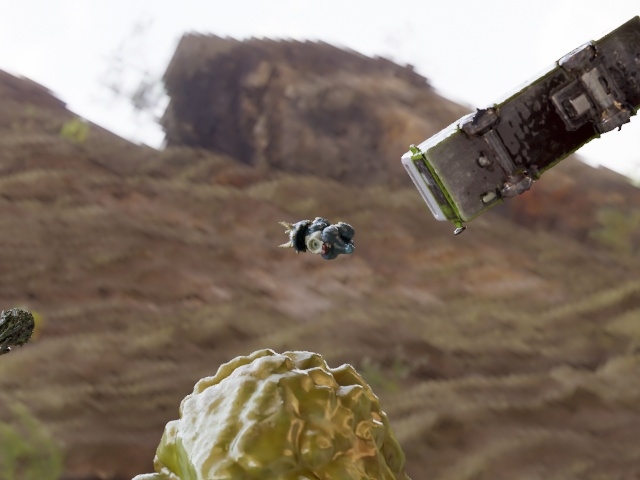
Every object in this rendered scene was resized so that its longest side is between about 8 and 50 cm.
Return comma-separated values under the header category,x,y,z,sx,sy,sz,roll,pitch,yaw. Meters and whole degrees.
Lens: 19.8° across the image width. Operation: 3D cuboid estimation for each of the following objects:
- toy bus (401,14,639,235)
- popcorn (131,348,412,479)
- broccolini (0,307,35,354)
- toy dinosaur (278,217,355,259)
category,x,y,z,sx,sy,sz,roll,pitch,yaw
toy bus,0.240,-0.130,2.039,0.301,0.113,0.139,-32,6,-14
popcorn,-0.039,0.220,1.605,0.258,0.270,0.224,-39,-59,-28
broccolini,-0.302,0.109,1.637,0.140,0.030,0.035,-50,-23,-43
toy dinosaur,0.000,0.000,1.756,0.047,0.083,0.031,-29,-54,-56
